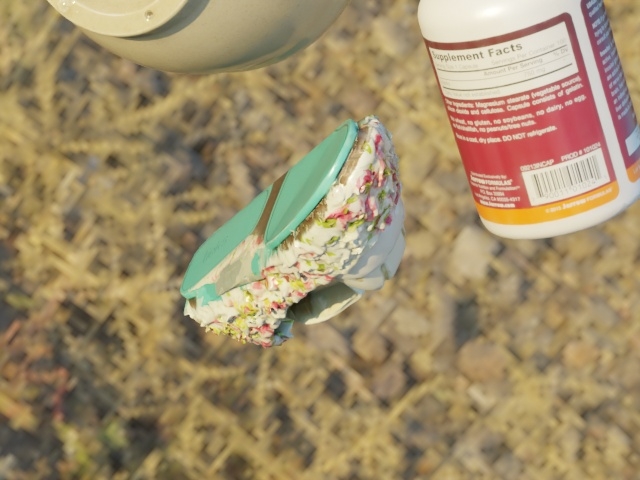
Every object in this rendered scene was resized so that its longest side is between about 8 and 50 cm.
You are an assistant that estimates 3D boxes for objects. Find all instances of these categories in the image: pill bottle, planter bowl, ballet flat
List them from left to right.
[{"bbox_3d":[-0.071,-0.149,0.918,0.162,0.162,0.109,44,28,9],"label":"planter bowl"},{"bbox_3d":[0.000,0.000,1.050,0.077,0.241,0.091,31,66,-12],"label":"ballet flat"},{"bbox_3d":[0.096,-0.084,0.933,0.086,0.086,0.152,-56,131,-61],"label":"pill bottle"}]
